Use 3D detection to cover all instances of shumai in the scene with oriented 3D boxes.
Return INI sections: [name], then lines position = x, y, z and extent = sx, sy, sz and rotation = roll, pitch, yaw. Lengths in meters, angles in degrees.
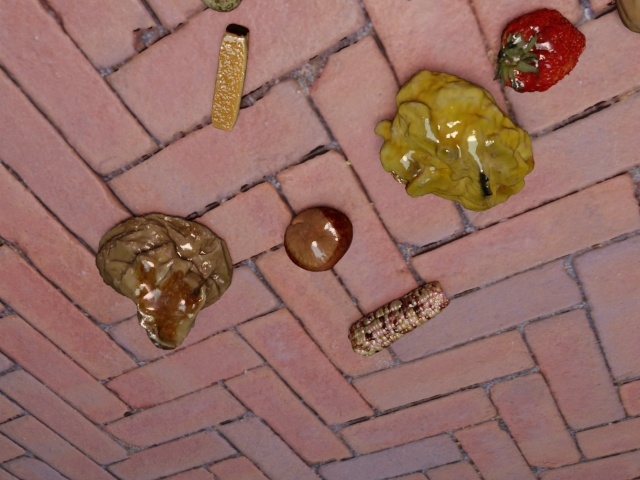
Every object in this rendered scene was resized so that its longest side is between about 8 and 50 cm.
[shumai]
position = -0.367, 0.105, 1.212
extent = 0.313, 0.263, 0.267
rotation = 9, 126, -1

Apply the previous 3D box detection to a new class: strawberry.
[strawberry]
position = 0.369, -0.322, 0.940
extent = 0.131, 0.148, 0.131
rotation = 34, 143, 31

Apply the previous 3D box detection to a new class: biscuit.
[biscuit]
position = -0.165, -0.296, 1.022
extent = 0.052, 0.056, 0.188
rotation = 12, 125, -8

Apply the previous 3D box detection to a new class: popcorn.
[popcorn]
position = 0.238, -0.173, 0.994
extent = 0.286, 0.215, 0.252
rotation = 41, 151, -22

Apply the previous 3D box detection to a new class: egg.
[egg]
position = -0.167, -0.429, 0.904
extent = 0.085, 0.085, 0.110
rotation = -11, 122, 12

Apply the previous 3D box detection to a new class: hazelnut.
[hazelnut]
position = 0.000, 0.000, 1.190
extent = 0.154, 0.143, 0.143
rotation = -40, 116, 10

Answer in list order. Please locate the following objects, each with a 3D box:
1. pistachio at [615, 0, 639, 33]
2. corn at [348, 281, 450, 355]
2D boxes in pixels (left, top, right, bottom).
[pistachio]
position = 0.516, -0.421, 0.846
extent = 0.135, 0.136, 0.226
rotation = -8, 118, 10
[corn]
position = 0.185, 0.190, 1.346
extent = 0.280, 0.092, 0.092
rotation = -35, 117, 21
